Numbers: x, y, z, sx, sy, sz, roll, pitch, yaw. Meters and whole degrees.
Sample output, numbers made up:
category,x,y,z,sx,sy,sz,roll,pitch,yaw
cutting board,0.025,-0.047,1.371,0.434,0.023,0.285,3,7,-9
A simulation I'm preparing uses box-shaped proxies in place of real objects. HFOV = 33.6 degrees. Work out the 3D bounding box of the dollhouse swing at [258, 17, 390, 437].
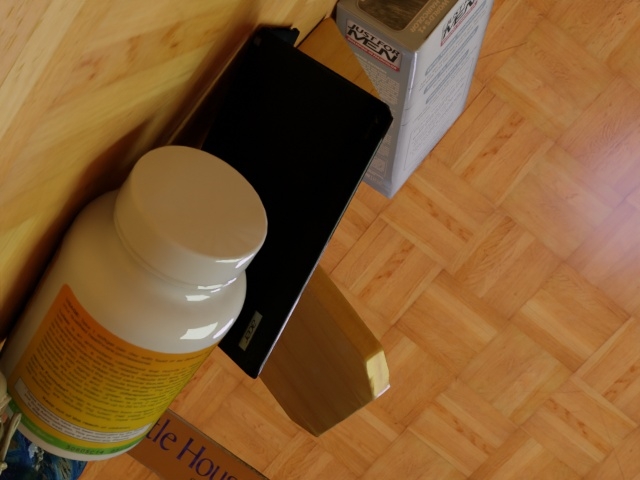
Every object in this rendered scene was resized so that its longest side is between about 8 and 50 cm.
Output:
category,x,y,z,sx,sy,sz,roll,pitch,yaw
dollhouse swing,0.000,0.000,1.246,0.315,0.305,0.347,-51,179,-27

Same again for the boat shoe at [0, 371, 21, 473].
category,x,y,z,sx,sy,sz,roll,pitch,yaw
boat shoe,-0.279,0.184,0.800,0.285,0.089,0.104,-52,179,44

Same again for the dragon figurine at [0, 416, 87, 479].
category,x,y,z,sx,sy,sz,roll,pitch,yaw
dragon figurine,-0.263,0.205,0.962,0.289,0.144,0.085,-51,-179,41

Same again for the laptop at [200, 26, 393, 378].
category,x,y,z,sx,sy,sz,roll,pitch,yaw
laptop,-0.039,-0.049,0.908,0.234,0.136,0.264,-62,178,13

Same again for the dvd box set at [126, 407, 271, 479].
category,x,y,z,sx,sy,sz,roll,pitch,yaw
dvd box set,-0.119,0.244,1.121,0.062,0.420,0.307,-55,-178,-13

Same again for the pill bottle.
category,x,y,z,sx,sy,sz,roll,pitch,yaw
pill bottle,-0.139,0.048,0.784,0.245,0.136,0.136,-51,180,39

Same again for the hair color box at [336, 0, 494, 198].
category,x,y,z,sx,sy,sz,roll,pitch,yaw
hair color box,0.112,-0.223,1.344,0.185,0.113,0.374,-50,167,-19
